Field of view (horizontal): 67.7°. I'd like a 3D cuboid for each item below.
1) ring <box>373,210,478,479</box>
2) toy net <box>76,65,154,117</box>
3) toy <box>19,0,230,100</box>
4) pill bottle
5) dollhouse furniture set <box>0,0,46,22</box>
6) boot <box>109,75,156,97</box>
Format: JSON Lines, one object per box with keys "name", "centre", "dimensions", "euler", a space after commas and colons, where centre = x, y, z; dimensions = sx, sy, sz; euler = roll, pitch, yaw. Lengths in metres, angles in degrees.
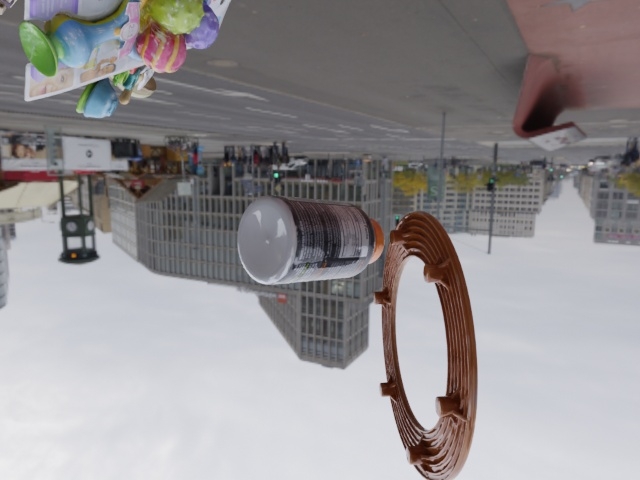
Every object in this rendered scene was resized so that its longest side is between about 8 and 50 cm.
{"name": "ring", "centre": [0.116, 0.129, 0.618], "dimensions": [0.032, 0.336, 0.336], "euler": [-1, -171, -7]}
{"name": "toy net", "centre": [-0.323, -0.285, 0.797], "dimensions": [0.045, 0.122, 0.232], "euler": [29, -147, -16]}
{"name": "toy", "centre": [-0.151, -0.199, 0.447], "dimensions": [0.237, 0.056, 0.137], "euler": [-38, 176, -41]}
{"name": "pill bottle", "centre": [0.000, 0.000, 0.764], "dimensions": [0.130, 0.130, 0.246], "euler": [8, -175, 41]}
{"name": "dollhouse furniture set", "centre": [-0.601, -0.457, 0.971], "dimensions": [0.081, 0.091, 0.114], "euler": [-1, 152, 41]}
{"name": "boot", "centre": [-0.333, -0.360, 0.911], "dimensions": [0.165, 0.077, 0.213], "euler": [-23, 167, 9]}
